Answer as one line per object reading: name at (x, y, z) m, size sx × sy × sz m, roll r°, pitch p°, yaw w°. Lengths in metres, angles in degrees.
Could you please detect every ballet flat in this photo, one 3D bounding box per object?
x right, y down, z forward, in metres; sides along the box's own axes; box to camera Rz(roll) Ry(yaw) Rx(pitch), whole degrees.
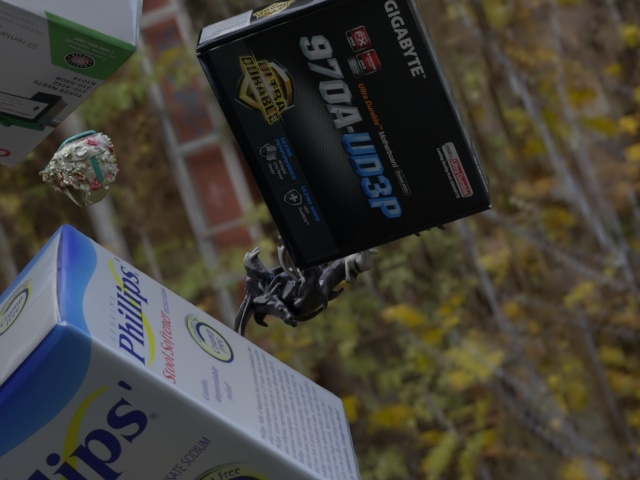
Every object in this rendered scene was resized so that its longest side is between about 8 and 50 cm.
ballet flat at (-0.288, -0.079, 2.298) m, size 0.091 × 0.077 × 0.241 m, roll -24°, pitch 1°, yaw -8°

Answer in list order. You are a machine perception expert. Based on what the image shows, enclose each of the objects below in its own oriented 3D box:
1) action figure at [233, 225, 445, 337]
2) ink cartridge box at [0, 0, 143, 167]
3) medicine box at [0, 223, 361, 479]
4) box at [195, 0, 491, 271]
action figure at (0.000, 0.000, 2.109) m, size 0.275 × 0.141 × 0.164 m, roll -32°, pitch 9°, yaw -3°
ink cartridge box at (-0.268, -0.163, 1.562) m, size 0.160 × 0.093 × 0.219 m, roll 19°, pitch -35°, yaw -29°
medicine box at (-0.161, 0.182, 1.451) m, size 0.263 × 0.289 × 0.149 m, roll -47°, pitch 26°, yaw 18°
box at (0.021, -0.099, 1.540) m, size 0.175 × 0.220 × 0.051 m, roll -18°, pitch 27°, yaw 12°
